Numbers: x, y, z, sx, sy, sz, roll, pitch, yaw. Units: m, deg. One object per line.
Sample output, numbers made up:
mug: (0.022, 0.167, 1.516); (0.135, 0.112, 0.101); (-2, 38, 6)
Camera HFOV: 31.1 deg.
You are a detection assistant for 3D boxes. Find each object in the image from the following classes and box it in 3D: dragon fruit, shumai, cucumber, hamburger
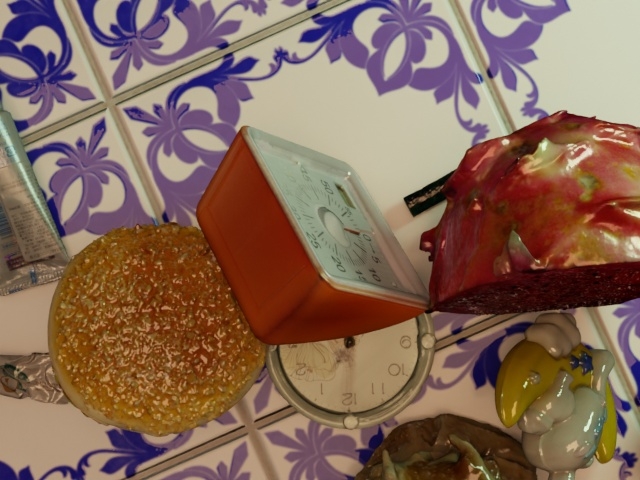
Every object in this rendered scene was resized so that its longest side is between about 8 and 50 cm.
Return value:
dragon fruit: (0.299, -0.030, 1.427); (0.371, 0.386, 0.249); (-12, 76, 24)
shumai: (0.153, 0.386, 1.474); (0.267, 0.262, 0.314); (34, 92, 3)
cucumber: (0.179, -0.078, 1.596); (0.133, 0.032, 0.032); (-30, 88, 0)
hamburger: (-0.211, 0.119, 1.515); (0.302, 0.170, 0.302); (0, 74, 1)

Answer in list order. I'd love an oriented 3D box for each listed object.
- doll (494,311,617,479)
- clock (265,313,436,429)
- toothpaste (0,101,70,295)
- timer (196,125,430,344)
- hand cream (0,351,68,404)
doll: (0.318, 0.227, 1.505); (0.111, 0.252, 0.237); (-12, 122, 40)
clock: (0.040, 0.139, 1.585); (0.236, 0.053, 0.236); (0, 88, 0)
toothpaste: (-0.441, -0.078, 1.607); (0.114, 0.073, 0.299); (-16, 95, 1)
timer: (0.000, 0.000, 1.481); (0.161, 0.250, 0.257); (-51, 55, 35)
hand cream: (-0.370, 0.194, 1.602); (0.257, 0.050, 0.084); (5, 89, -7)
